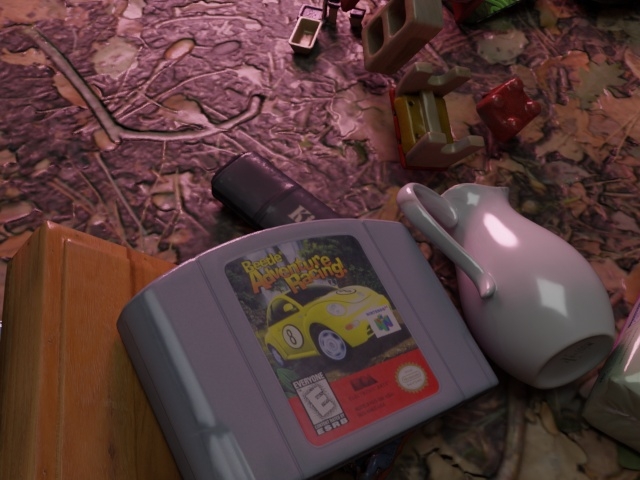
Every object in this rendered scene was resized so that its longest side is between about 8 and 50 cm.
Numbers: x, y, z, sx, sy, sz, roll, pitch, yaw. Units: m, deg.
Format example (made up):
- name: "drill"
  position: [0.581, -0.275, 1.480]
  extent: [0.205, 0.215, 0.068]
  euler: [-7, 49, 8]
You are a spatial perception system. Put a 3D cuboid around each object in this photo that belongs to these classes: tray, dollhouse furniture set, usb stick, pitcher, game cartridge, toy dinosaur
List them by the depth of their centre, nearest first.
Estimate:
- name: "tray"
  position: [-0.121, 0.190, 0.541]
  extent: [0.203, 0.076, 0.410]
  euler: [23, 41, -38]
- name: "game cartridge"
  position: [-0.001, 0.080, 0.620]
  extent: [0.294, 0.060, 0.196]
  euler: [-14, 63, -39]
- name: "toy dinosaur"
  position: [0.055, 0.183, 0.671]
  extent: [0.082, 0.047, 0.090]
  euler: [-13, 87, -28]
- name: "pitcher"
  position: [0.167, 0.031, 0.723]
  extent: [0.178, 0.125, 0.207]
  euler: [11, 39, -39]
- name: "usb stick"
  position: [0.000, 0.000, 0.793]
  extent: [0.278, 0.045, 0.077]
  euler: [38, 56, 21]
- name: "dollhouse furniture set"
  position: [0.150, -0.257, 0.967]
  extent: [0.201, 0.152, 0.373]
  euler: [0, 74, -26]
- name: "dollhouse furniture set"
  position: [0.009, -0.303, 1.014]
  extent: [0.091, 0.081, 0.114]
  euler: [14, 51, 5]

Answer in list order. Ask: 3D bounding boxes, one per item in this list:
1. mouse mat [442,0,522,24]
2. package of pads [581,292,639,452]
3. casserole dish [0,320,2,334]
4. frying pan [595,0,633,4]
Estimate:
- name: "mouse mat"
  position: [0.231, -0.404, 1.148]
  extent: [0.153, 0.007, 0.189]
  euler: [-27, 60, -8]
- name: "package of pads"
  position: [0.424, 0.138, 0.701]
  extent: [0.297, 0.101, 0.229]
  euler: [31, 55, 16]
- name: "casserole dish"
  position: [-0.300, 0.106, 0.620]
  extent: [0.114, 0.037, 0.188]
  euler: [32, 24, 35]
- name: "frying pan"
  position: [0.421, -0.469, 1.211]
  extent: [0.197, 0.053, 0.326]
  euler: [13, 47, -8]
